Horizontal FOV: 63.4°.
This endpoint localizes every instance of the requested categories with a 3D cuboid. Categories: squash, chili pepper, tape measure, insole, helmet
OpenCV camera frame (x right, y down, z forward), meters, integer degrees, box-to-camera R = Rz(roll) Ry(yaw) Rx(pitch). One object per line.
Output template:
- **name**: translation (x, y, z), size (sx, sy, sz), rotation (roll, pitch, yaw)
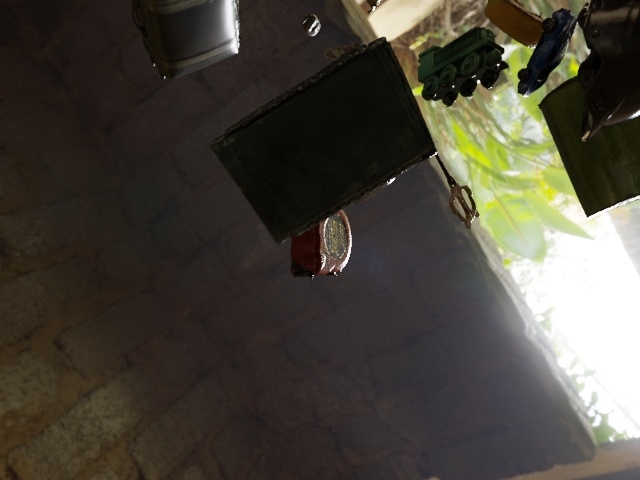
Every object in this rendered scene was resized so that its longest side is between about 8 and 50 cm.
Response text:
- **squash**: translation (0.845, -0.291, 1.535), size (0.263, 0.384, 0.263), rotation (-18, 170, -3)
- **chili pepper**: translation (-0.024, -0.639, 1.548), size (0.050, 0.041, 0.153), rotation (-23, 179, 11)
- **tape measure**: translation (0.000, -0.001, 1.658), size (0.114, 0.253, 0.260), rotation (-4, 175, 31)
- **insole**: translation (0.094, -0.711, 1.947), size (0.197, 0.065, 0.004), rotation (-26, 161, -29)
- **helmet**: translation (0.630, -0.361, 1.069), size (0.177, 0.305, 0.225), rotation (-5, -149, 23)

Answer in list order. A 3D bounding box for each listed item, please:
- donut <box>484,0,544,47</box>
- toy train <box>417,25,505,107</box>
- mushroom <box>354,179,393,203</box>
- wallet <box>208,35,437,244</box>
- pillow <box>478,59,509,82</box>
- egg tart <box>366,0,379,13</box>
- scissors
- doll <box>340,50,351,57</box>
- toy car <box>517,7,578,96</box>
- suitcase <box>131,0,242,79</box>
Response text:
- **donut**: translation (0.603, -0.720, 1.642), size (0.152, 0.259, 0.101), rotation (0, 139, -38)
- **toy train**: translation (0.242, -0.308, 0.907), size (0.071, 0.111, 0.170), rotation (9, 166, -32)
- **mushroom**: translation (0.052, -0.179, 1.410), size (0.224, 0.397, 0.314), rotation (-47, 141, -10)
- **wallet**: translation (0.010, -0.169, 0.911), size (0.342, 0.237, 0.075), rotation (-31, -151, 4)
- **pillow**: translation (0.339, -0.372, 1.158), size (0.150, 0.048, 0.090), rotation (-25, 179, -26)
- **egg tart**: translation (0.181, -0.779, 1.485), size (0.252, 0.098, 0.232), rotation (-63, -177, -12)
- **scissors**: translation (0.487, -0.196, 1.887), size (0.024, 0.317, 0.160), rotation (-17, -159, 50)
- **doll**: translation (0.106, -0.347, 1.173), size (0.134, 0.186, 0.106), rotation (-56, 170, -30)
- **toy car**: translation (0.557, -0.453, 1.268), size (0.103, 0.063, 0.216), rotation (-14, 133, -44)
- **suitcase**: translation (-0.376, -0.641, 1.425), size (0.283, 0.194, 0.434), rotation (-28, 160, -17)
